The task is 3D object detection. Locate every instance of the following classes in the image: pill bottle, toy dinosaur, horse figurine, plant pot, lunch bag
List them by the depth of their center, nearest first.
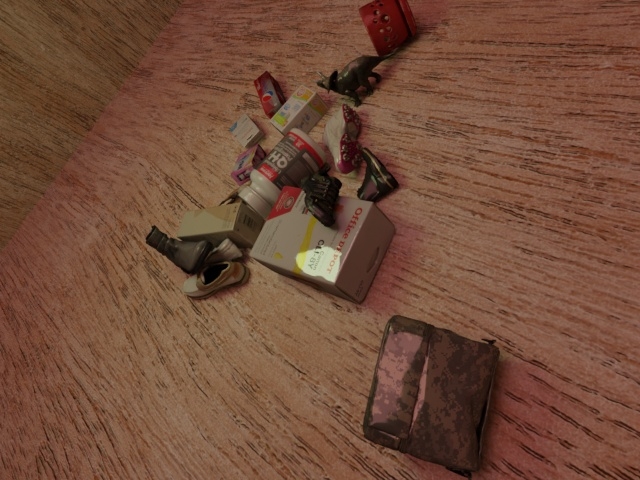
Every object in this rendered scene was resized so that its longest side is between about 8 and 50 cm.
[{"bbox_3d":[0.258,0.349,1.060,0.256,0.212,0.305,11,74,22],"label":"lunch bag"},{"bbox_3d":[-0.141,-0.235,1.675,0.318,0.176,0.176,-48,47,-6],"label":"pill bottle"},{"bbox_3d":[0.132,-0.605,1.720,0.313,0.160,0.121,-23,54,25],"label":"toy dinosaur"},{"bbox_3d":[0.256,-0.812,1.731,0.174,0.191,0.191,-22,54,18],"label":"plant pot"},{"bbox_3d":[-0.306,-0.177,1.832,0.263,0.066,0.174,-24,18,36],"label":"horse figurine"}]

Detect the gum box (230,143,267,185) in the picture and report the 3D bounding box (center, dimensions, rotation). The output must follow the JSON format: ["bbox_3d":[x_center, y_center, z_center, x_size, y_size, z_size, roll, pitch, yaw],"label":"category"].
[{"bbox_3d":[-0.289,-0.305,1.877,0.107,0.062,0.188,-27,30,21],"label":"gum box"}]

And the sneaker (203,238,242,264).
[{"bbox_3d":[-0.369,0.069,1.762,0.212,0.094,0.080,-27,30,51],"label":"sneaker"}]

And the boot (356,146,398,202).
[{"bbox_3d":[0.153,-0.210,1.544,0.137,0.077,0.198,-42,47,16],"label":"boot"}]

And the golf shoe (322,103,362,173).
[{"bbox_3d":[0.070,-0.347,1.667,0.140,0.115,0.306,-25,46,36],"label":"golf shoe"}]

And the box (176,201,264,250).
[{"bbox_3d":[-0.389,-0.046,1.792,0.311,0.148,0.121,-4,62,33],"label":"box"}]

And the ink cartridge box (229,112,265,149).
[{"bbox_3d":[-0.315,-0.468,2.031,0.104,0.061,0.181,-44,48,8],"label":"ink cartridge box"}]

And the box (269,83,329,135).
[{"bbox_3d":[-0.085,-0.502,1.856,0.203,0.103,0.114,-47,48,4],"label":"box"}]

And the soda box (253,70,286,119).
[{"bbox_3d":[-0.211,-0.622,2.022,0.083,0.092,0.263,-35,50,17],"label":"soda box"}]

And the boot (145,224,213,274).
[{"bbox_3d":[-0.543,0.024,1.727,0.338,0.222,0.118,-26,31,57],"label":"boot"}]

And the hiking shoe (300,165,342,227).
[{"bbox_3d":[0.013,-0.139,1.379,0.114,0.086,0.227,-35,46,15],"label":"hiking shoe"}]

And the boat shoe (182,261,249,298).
[{"bbox_3d":[-0.412,0.136,1.731,0.302,0.103,0.113,-20,55,26],"label":"boat shoe"}]

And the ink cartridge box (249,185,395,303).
[{"bbox_3d":[0.000,0.000,1.472,0.384,0.160,0.279,16,74,41],"label":"ink cartridge box"}]
